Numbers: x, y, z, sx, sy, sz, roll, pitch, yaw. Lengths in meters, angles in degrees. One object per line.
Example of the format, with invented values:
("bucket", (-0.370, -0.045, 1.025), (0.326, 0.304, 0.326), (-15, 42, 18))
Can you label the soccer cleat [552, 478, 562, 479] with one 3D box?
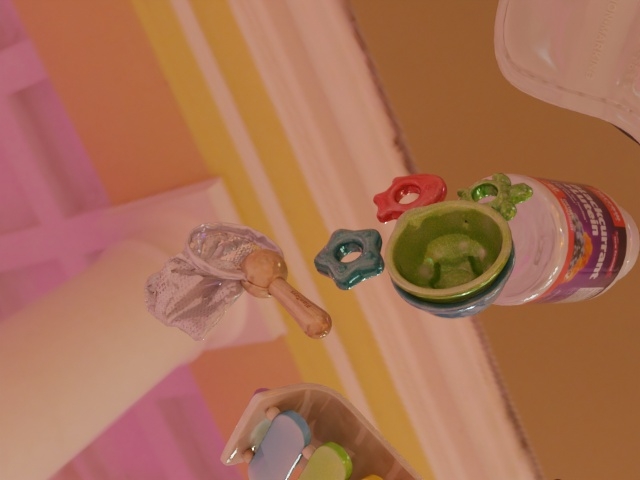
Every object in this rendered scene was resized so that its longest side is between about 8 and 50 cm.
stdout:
("soccer cleat", (0.258, 0.282, 1.196), (0.179, 0.072, 0.060), (-10, -68, 52))

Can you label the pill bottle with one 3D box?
("pill bottle", (0.202, 0.001, 0.986), (0.108, 0.193, 0.108), (-1, -91, 38))

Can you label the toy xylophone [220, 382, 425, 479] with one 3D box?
("toy xylophone", (0.037, 0.288, 1.069), (0.322, 0.081, 0.236), (38, -50, 26))

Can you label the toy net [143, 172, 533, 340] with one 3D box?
("toy net", (0.000, 0.000, 0.651), (0.232, 0.122, 0.045), (-3, -42, 20))

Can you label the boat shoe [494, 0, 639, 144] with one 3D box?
("boat shoe", (0.197, -0.069, 0.535), (0.305, 0.091, 0.109), (49, -52, 53))
